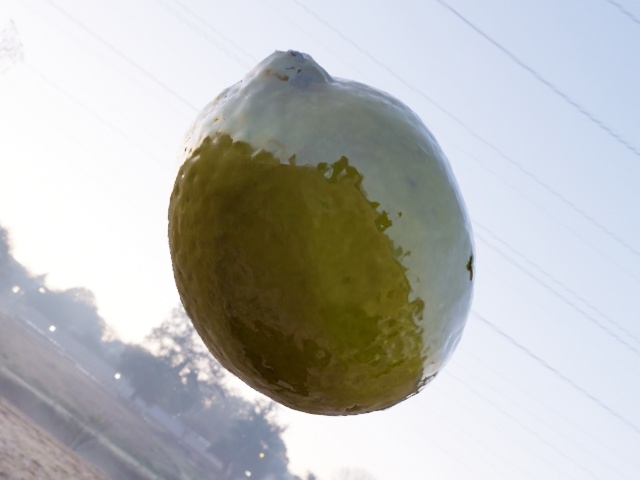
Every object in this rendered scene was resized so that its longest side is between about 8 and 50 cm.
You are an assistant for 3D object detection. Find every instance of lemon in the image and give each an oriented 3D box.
[{"bbox_3d":[0.001,0.004,0.518,0.236,0.236,0.263,155,-73,-66],"label":"lemon"}]
